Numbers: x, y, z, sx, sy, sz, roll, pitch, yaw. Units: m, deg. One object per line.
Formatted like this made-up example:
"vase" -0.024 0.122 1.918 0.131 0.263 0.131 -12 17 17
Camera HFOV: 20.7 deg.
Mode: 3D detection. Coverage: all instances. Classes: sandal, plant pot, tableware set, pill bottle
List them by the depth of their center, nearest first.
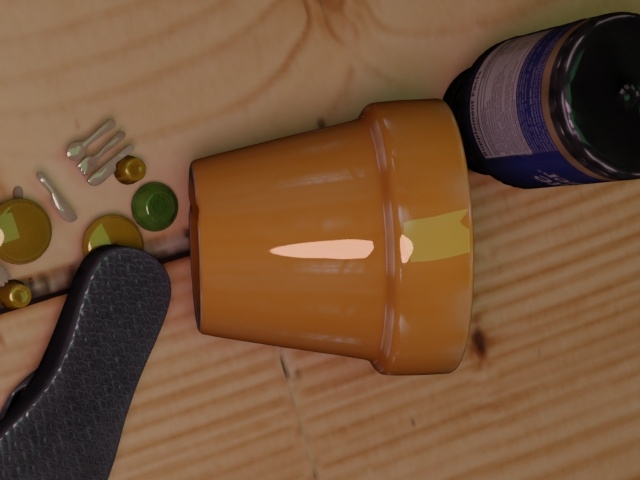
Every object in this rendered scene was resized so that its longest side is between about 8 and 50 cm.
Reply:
"sandal" -0.187 0.123 1.280 0.097 0.054 0.254 36 74 -30
"plant pot" 0.000 0.000 1.291 0.188 0.205 0.205 -2 90 -7
"tableware set" -0.181 -0.009 1.299 0.154 0.024 0.104 -43 108 -19
"pill bottle" 0.181 -0.102 1.344 0.123 0.219 0.123 0 89 -22
